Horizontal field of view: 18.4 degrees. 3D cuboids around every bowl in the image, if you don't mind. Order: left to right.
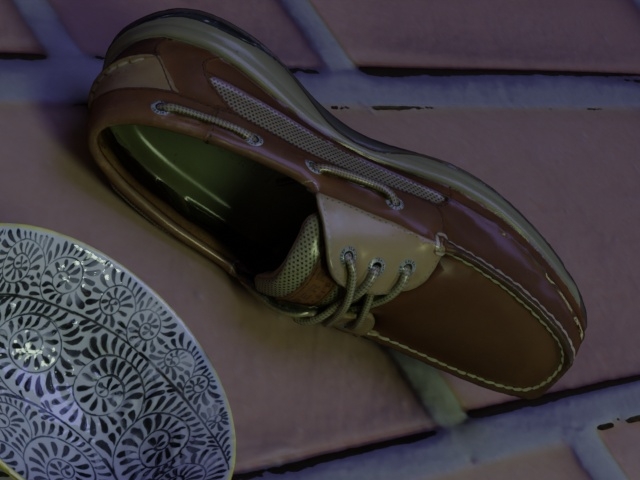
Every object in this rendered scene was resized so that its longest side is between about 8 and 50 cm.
[{"bbox_3d":[-0.129,0.082,0.903,0.170,0.080,0.170,30,33,-22],"label":"bowl"}]

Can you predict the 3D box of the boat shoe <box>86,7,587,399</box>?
[{"bbox_3d":[0.000,0.000,1.141,0.324,0.122,0.120,32,37,-6],"label":"boat shoe"}]
